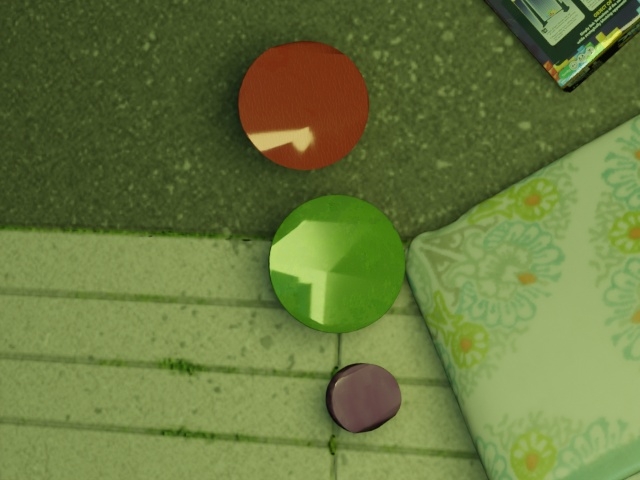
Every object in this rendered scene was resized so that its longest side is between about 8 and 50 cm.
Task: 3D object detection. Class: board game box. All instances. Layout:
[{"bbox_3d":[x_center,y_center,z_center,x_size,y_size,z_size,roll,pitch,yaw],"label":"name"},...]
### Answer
[{"bbox_3d":[0.243,-0.244,1.557,0.170,0.048,0.141,-41,76,13],"label":"board game box"}]

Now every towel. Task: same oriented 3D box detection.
[{"bbox_3d":[0.282,0.056,1.465,0.374,0.090,0.320,-29,53,13],"label":"towel"}]

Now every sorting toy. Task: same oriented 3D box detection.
[{"bbox_3d":[0.000,0.000,1.602,0.127,0.126,0.365,-12,90,-11],"label":"sorting toy"}]
